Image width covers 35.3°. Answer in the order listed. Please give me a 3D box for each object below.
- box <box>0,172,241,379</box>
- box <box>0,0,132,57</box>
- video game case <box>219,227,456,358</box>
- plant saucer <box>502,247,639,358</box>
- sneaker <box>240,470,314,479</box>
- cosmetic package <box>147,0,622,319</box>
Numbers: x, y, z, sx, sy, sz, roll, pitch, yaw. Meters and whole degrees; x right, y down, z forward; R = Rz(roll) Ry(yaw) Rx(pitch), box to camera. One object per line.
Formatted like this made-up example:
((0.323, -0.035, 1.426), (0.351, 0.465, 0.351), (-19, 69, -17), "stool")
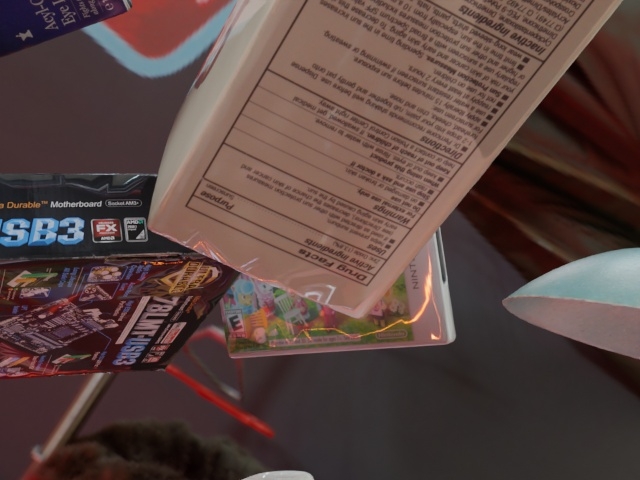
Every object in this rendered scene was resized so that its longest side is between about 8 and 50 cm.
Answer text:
((-0.230, 0.039, 0.766), (0.295, 0.293, 0.073), (133, 130, -59), "box")
((-0.270, -0.222, 0.751), (0.207, 0.108, 0.153), (-22, -33, -2), "box")
((0.000, 0.000, 0.862), (0.023, 0.212, 0.193), (-17, -81, -64), "video game case")
((0.181, 0.036, 0.452), (0.195, 0.195, 0.037), (92, -168, -82), "plant saucer")
((-0.100, 0.361, 1.229), (0.079, 0.217, 0.121), (102, 154, -53), "sneaker")
((0.035, -0.114, 0.556), (0.296, 0.153, 0.129), (-53, 22, 34), "cosmetic package")
